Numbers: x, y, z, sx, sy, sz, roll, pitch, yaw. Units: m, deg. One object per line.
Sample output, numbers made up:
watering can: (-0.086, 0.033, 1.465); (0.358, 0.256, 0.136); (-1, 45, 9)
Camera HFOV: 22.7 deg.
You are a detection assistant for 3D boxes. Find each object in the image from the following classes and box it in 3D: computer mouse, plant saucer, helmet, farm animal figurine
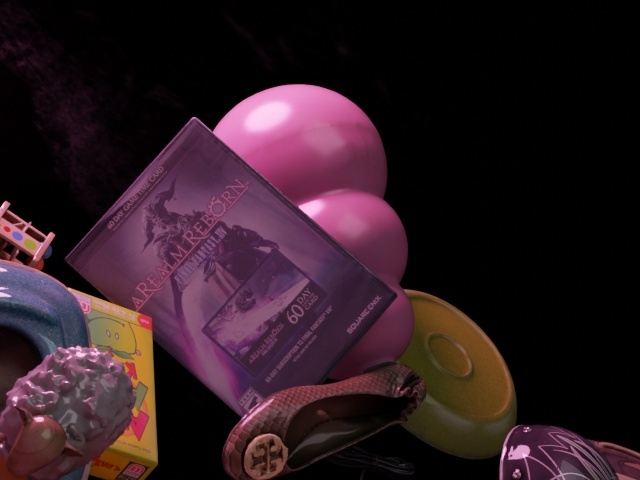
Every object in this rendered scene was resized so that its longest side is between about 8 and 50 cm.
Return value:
computer mouse: (0.051, 0.273, 1.570); (0.106, 0.042, 0.193); (27, 34, -22)
plant saucer: (0.138, 0.141, 1.827); (0.241, 0.037, 0.241); (27, 35, -21)
helmet: (0.235, 0.277, 1.645); (0.169, 0.161, 0.169); (27, 34, -21)
farm animal figurine: (-0.186, 0.268, 1.075); (0.327, 0.172, 0.330); (-31, 91, -36)

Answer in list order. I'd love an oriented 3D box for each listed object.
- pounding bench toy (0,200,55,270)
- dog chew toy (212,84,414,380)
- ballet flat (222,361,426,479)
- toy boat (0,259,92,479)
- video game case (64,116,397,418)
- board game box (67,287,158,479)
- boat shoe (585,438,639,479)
pounding bench toy: (-0.297, 0.018, 1.506); (0.065, 0.052, 0.083); (35, 33, -10)
dog chew toy: (0.000, 0.000, 1.711); (0.207, 0.207, 0.331); (1, 59, -46)
ballet flat: (0.012, 0.180, 1.565); (0.250, 0.084, 0.058); (-16, 30, -39)
toy boat: (-0.319, 0.131, 1.217); (0.318, 0.148, 0.267); (8, 72, -26)
video game case: (-0.088, 0.038, 1.595); (0.274, 0.196, 0.026); (41, -7, 0)
board game box: (-0.202, 0.134, 1.472); (0.092, 0.043, 0.181); (23, 36, -27)
boat shoe: (0.417, 0.317, 1.818); (0.355, 0.132, 0.130); (29, 34, -21)
